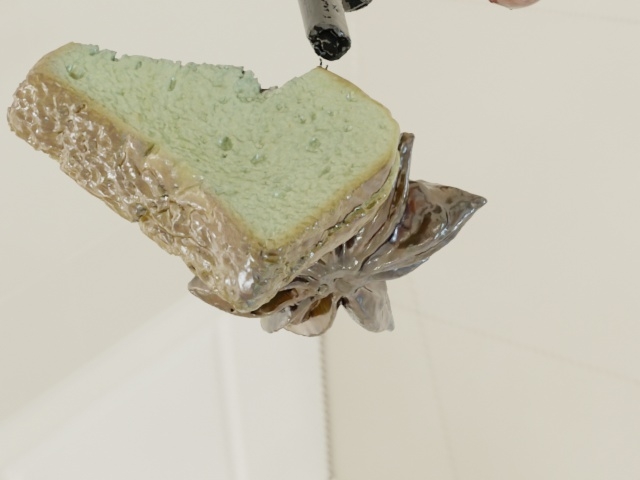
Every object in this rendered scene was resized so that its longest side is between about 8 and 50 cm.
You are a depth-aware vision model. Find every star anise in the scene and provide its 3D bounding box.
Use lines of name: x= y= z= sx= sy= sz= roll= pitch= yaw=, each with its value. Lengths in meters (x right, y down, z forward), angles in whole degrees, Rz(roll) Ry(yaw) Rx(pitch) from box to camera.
star anise: x=0.017 y=0.003 z=1.535 sx=0.315 sy=0.315 sz=0.108 roll=102 pitch=157 yaw=-48

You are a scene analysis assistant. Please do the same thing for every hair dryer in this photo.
hair dryer: x=-0.007 y=-0.260 z=1.486 sx=0.089 sy=0.251 sz=0.197 roll=-29 pitch=132 yaw=21

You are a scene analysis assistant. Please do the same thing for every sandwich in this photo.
sandwich: x=-0.087 y=-0.089 z=1.340 sx=0.288 sy=0.254 sz=0.099 roll=36 pitch=136 yaw=10

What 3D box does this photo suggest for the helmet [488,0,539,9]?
helmet: x=0.142 y=-0.202 z=1.150 sx=0.084 sy=0.065 sz=0.049 roll=-110 pitch=12 yaw=-45
